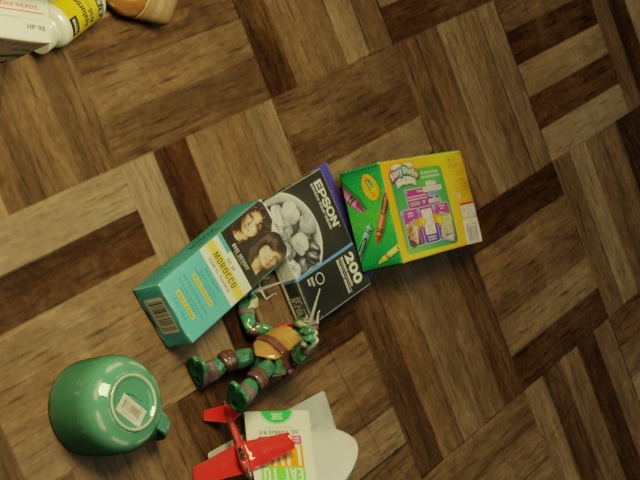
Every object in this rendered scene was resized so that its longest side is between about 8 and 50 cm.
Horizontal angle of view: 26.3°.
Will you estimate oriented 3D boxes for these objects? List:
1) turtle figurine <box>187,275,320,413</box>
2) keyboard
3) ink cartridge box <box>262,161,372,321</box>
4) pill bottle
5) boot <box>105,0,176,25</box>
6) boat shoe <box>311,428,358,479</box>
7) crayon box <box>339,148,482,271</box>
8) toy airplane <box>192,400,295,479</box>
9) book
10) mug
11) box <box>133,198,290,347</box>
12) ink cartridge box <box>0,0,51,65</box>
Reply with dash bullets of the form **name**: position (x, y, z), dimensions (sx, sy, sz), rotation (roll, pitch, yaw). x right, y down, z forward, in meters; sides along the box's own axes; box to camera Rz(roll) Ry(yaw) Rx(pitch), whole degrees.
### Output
- **turtle figurine**: position (-0.068, 0.147, 1.964), dimensions (0.234, 0.175, 0.118), rotation (-37, 125, -35)
- **keyboard**: position (-0.066, 0.299, 2.023), dimensions (0.256, 0.014, 0.072), rotation (-23, 92, -46)
- **ink cartridge box**: position (0.000, 0.000, 2.136), dimensions (0.208, 0.045, 0.206), rotation (-35, 106, -46)
- **pill bottle**: position (-0.347, -0.299, 1.838), dimensions (0.065, 0.065, 0.116), rotation (57, 48, -20)
- **boot**: position (-0.270, -0.414, 1.942), dimensions (0.152, 0.073, 0.197), rotation (17, 66, -38)
- **boat shoe**: position (-0.045, 0.396, 1.958), dimensions (0.301, 0.108, 0.102), rotation (-50, 152, -39)
- **crayon box**: position (0.153, -0.053, 2.248), dimensions (0.278, 0.081, 0.165), rotation (-12, 89, -55)
- **toy airplane**: position (-0.114, 0.280, 1.917), dimensions (0.028, 0.151, 0.151), rotation (76, 29, -55)
- **book**: position (-0.057, 0.308, 1.944), dimensions (0.096, 0.035, 0.144), rotation (-2, 49, -9)
- **mug**: position (-0.261, 0.211, 1.780), dimensions (0.158, 0.097, 0.129), rotation (-11, 88, -46)
- **box**: position (-0.151, 0.044, 1.959), dimensions (0.244, 0.060, 0.100), rotation (-43, 111, -42)
- **ink cartridge box**: position (-0.406, -0.262, 1.685), dimensions (0.104, 0.180, 0.060), rotation (1, 80, -45)
